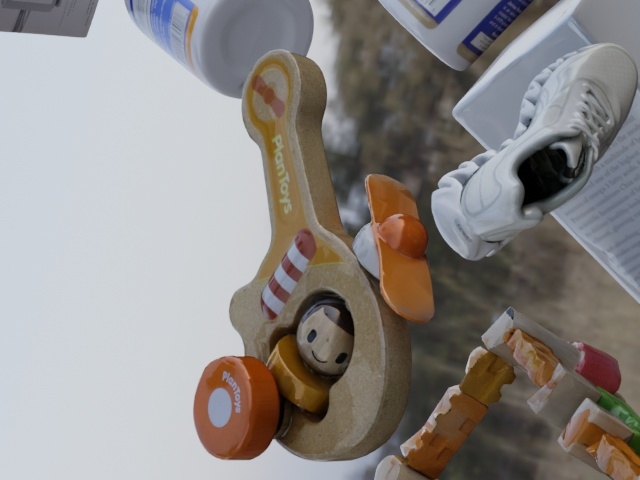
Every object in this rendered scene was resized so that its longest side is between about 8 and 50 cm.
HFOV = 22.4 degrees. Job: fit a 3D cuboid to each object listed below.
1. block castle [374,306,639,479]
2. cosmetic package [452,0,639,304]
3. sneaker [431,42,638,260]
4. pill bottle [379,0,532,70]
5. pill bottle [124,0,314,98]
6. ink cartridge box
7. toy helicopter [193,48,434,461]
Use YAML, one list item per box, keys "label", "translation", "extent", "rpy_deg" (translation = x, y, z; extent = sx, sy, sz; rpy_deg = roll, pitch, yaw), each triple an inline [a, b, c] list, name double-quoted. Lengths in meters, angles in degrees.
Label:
- label: "block castle"
  translation: [0.255, 0.300, 1.658]
  extent: [0.303, 0.213, 0.453]
  rpy_deg: [-54, 25, 9]
- label: "cosmetic package"
  translation: [0.398, -0.075, 1.817]
  extent: [0.161, 0.453, 0.230]
  rpy_deg: [-50, 7, -39]
- label: "sneaker"
  translation: [0.234, -0.094, 1.560]
  extent: [0.292, 0.110, 0.118]
  rpy_deg: [-48, 13, -29]
- label: "pill bottle"
  translation: [0.139, -0.239, 1.302]
  extent: [0.187, 0.112, 0.112]
  rpy_deg: [-46, 2, 13]
- label: "pill bottle"
  translation: [-0.135, -0.280, 1.870]
  extent: [0.272, 0.152, 0.152]
  rpy_deg: [42, 127, 49]
- label: "ink cartridge box"
  translation: [-0.419, -0.332, 1.938]
  extent: [0.283, 0.207, 0.117]
  rpy_deg: [-11, -59, -66]
- label: "toy helicopter"
  translation: [0.000, 0.000, 1.304]
  extent: [0.235, 0.140, 0.355]
  rpy_deg: [-33, 60, 45]
